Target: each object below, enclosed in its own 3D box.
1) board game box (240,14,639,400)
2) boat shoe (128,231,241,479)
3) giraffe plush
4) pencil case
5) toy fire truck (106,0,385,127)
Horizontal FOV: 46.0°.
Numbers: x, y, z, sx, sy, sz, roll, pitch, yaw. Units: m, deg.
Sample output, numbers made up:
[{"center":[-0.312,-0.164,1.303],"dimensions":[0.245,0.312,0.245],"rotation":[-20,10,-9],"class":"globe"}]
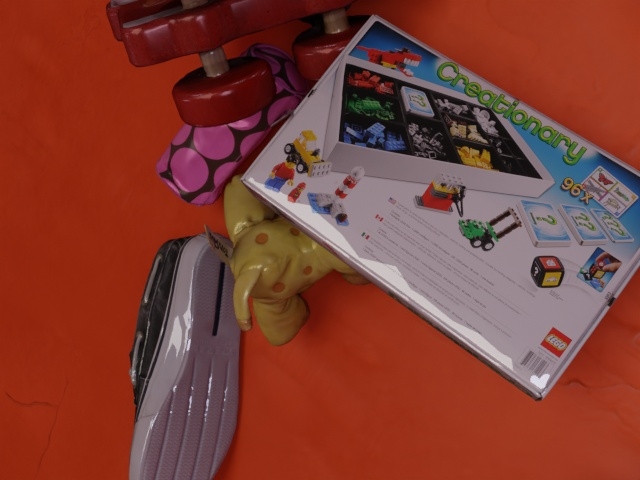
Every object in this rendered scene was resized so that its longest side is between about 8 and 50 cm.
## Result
[{"center":[0.109,-0.036,0.631],"dimensions":[0.305,0.053,0.193],"rotation":[36,84,17],"class":"board game box"},{"center":[-0.169,0.156,0.908],"dimensions":[0.119,0.121,0.335],"rotation":[1,75,46],"class":"boat shoe"},{"center":[0.000,0.000,0.756],"dimensions":[0.171,0.210,0.181],"rotation":[-15,80,8],"class":"giraffe plush"},{"center":[-0.104,-0.129,0.889],"dimensions":[0.098,0.095,0.209],"rotation":[49,119,8],"class":"pencil case"},{"center":[-0.070,-0.258,0.776],"dimensions":[0.254,0.302,0.169],"rotation":[-122,13,-58],"class":"toy fire truck"}]
